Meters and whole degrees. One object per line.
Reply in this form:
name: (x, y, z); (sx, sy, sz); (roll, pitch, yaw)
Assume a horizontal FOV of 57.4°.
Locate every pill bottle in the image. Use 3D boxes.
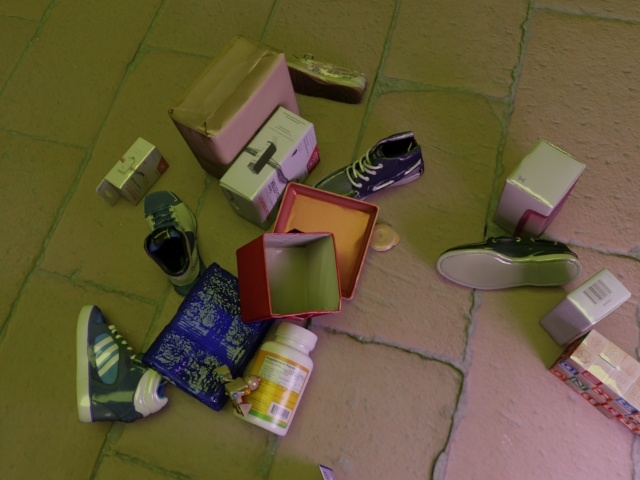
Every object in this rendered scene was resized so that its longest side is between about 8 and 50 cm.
pill bottle: (-0.099, 0.326, 1.397); (0.136, 0.136, 0.245); (19, 71, 14)

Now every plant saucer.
plant saucer: (0.000, 0.000, 1.547); (0.259, 0.048, 0.258); (16, 85, 12)

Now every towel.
towel: (-0.258, 0.230, 1.437); (0.228, 0.076, 0.308); (35, 65, -6)

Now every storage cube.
storage cube: (-0.080, 0.090, 1.393); (0.184, 0.193, 0.214); (-1, 78, -28)

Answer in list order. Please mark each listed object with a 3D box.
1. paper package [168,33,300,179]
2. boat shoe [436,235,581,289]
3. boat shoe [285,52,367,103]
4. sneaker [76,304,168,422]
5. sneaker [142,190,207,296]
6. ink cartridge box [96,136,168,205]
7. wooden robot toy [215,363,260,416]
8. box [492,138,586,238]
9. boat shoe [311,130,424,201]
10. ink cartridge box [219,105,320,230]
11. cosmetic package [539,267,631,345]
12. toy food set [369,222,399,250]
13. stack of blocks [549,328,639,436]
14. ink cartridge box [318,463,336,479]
paper package: (-0.214, -0.335, 1.586); (0.168, 0.325, 0.309); (32, 75, 18)
boat shoe: (0.466, 0.041, 1.471); (0.340, 0.127, 0.113); (-3, 37, 13)
boat shoe: (-0.003, -0.494, 1.759); (0.285, 0.104, 0.089); (19, 66, 3)
sneaker: (-0.484, 0.299, 1.478); (0.236, 0.130, 0.322); (-5, 52, -15)
sneaker: (-0.396, -0.018, 1.552); (0.128, 0.182, 0.315); (-23, 67, -5)
ink cartridge box: (-0.537, -0.182, 1.673); (0.067, 0.115, 0.198); (31, 75, 17)
wooden robot toy: (-0.172, 0.332, 1.316); (0.079, 0.076, 0.173); (-25, 25, -20)
box: (0.538, -0.114, 1.457); (0.127, 0.232, 0.148); (37, 76, 20)
boat shoe: (0.119, -0.191, 1.578); (0.341, 0.158, 0.127); (-24, 67, -4)
ink cartridge box: (-0.130, -0.190, 1.585); (0.114, 0.197, 0.272); (32, 75, 17)
cosmetic package: (0.598, 0.159, 1.337); (0.117, 0.231, 0.085); (-33, 68, -7)
toy food set: (0.163, -0.010, 1.572); (0.083, 0.020, 0.082); (-36, 68, -8)
stack of blocks: (0.674, 0.340, 1.285); (0.297, 0.171, 0.087); (40, 77, 19)
ink cartridge box: (0.046, 0.615, 1.170); (0.072, 0.303, 0.307); (-26, 66, -5)
